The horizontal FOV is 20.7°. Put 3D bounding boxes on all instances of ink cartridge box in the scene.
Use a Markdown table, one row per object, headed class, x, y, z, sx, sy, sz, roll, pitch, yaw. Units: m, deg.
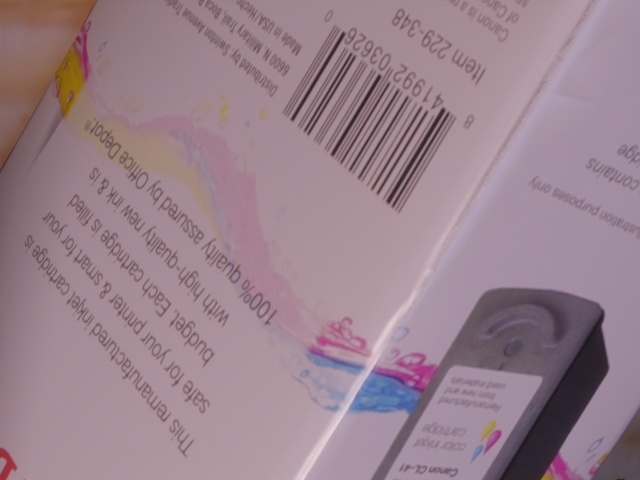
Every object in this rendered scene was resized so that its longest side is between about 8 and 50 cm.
| class | x | y | z | sx | sy | sz | roll | pitch | yaw |
| --- | --- | --- | --- | --- | --- | --- | --- | --- | --- |
| ink cartridge box | 0.000 | 0.000 | 0.598 | 0.131 | 0.226 | 0.306 | 19 | 108 | -40 |

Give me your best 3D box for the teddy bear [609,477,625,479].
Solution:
| class | x | y | z | sx | sy | sz | roll | pitch | yaw |
| --- | --- | --- | --- | --- | --- | --- | --- | --- | --- |
| teddy bear | 0.064 | 0.194 | 0.855 | 0.245 | 0.113 | 0.338 | -18 | 127 | -23 |
